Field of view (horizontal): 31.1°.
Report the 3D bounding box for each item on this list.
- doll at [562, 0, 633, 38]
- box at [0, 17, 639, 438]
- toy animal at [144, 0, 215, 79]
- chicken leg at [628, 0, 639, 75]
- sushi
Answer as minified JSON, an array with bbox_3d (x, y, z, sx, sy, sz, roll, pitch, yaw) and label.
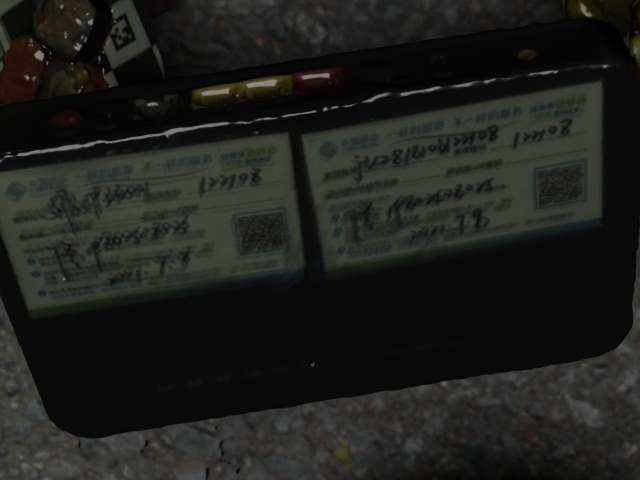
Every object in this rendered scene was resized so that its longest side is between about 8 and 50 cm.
[{"bbox_3d":[0.147,-0.208,0.638,0.137,0.097,0.209,-24,90,-20],"label":"doll"},{"bbox_3d":[0.000,0.000,0.637,0.350,0.058,0.211,-8,128,0],"label":"box"},{"bbox_3d":[-0.090,-0.065,0.689,0.195,0.090,0.324,4,111,6],"label":"toy animal"},{"bbox_3d":[0.200,-0.258,0.472,0.140,0.211,0.361,32,146,28],"label":"chicken leg"},{"bbox_3d":[-0.178,-0.087,0.667,0.201,0.031,0.139,-13,95,33],"label":"sushi"}]
